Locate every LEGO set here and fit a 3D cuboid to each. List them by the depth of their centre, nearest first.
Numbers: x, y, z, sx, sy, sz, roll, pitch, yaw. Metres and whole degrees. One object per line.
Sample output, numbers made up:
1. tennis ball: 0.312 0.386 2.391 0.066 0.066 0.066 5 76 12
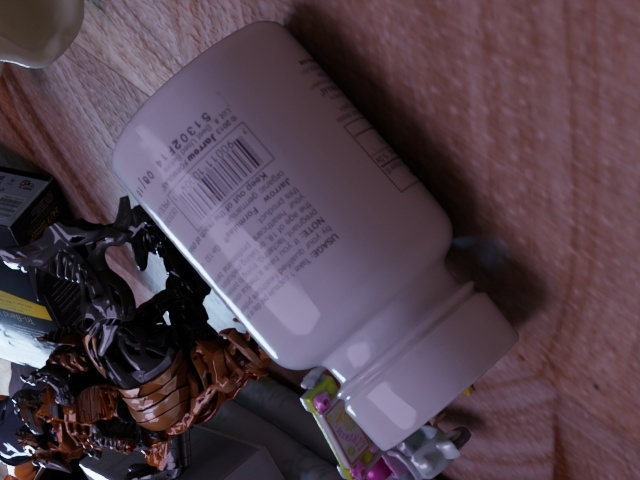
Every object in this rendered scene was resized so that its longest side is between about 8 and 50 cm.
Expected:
1. LEGO set: -0.012 0.056 0.873 0.287 0.107 0.132 51 150 -8

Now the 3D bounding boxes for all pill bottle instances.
1. pill bottle: 0.000 0.000 0.761 0.229 0.131 0.131 49 157 5

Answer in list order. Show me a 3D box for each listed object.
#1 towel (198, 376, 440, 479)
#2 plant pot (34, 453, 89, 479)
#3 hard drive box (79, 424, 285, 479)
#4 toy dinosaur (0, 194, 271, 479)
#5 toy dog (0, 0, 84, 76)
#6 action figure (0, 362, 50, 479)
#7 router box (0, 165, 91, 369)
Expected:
1. towel: 0.058 0.298 1.154 0.374 0.090 0.320 25 146 47
2. plant pot: -0.204 0.316 1.497 0.215 0.215 0.230 49 172 7
3. hard drive box: -0.091 0.255 1.155 0.232 0.089 0.181 4 127 60
4. toy dinosaur: -0.129 0.079 1.060 0.164 0.322 0.218 -7 -104 -76
5. toy dog: -0.427 -0.204 1.075 0.395 0.285 0.408 56 159 -10
6. action figure: -0.346 0.274 1.674 0.330 0.178 0.341 -31 97 37
7. router box: -0.387 0.020 1.462 0.309 0.081 0.242 12 139 28
